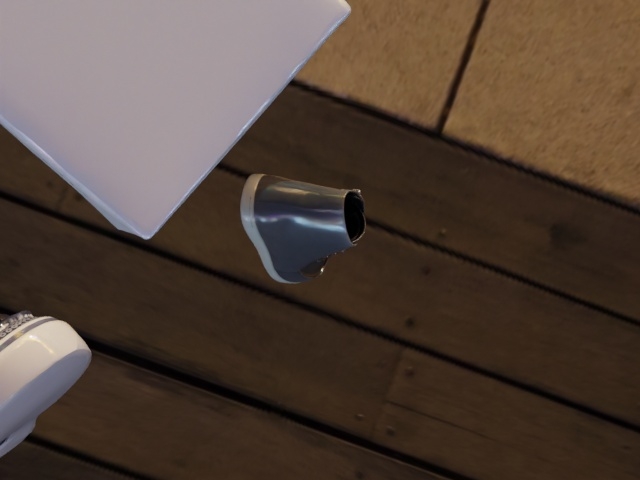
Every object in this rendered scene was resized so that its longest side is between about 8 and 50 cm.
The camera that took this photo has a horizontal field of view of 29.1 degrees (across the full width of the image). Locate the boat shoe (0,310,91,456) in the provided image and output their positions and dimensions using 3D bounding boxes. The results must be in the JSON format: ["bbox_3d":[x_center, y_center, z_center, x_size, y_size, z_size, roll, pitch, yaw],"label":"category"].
[{"bbox_3d":[-0.279,0.086,0.904,0.127,0.340,0.158,-38,88,-31],"label":"boat shoe"}]

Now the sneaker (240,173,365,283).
[{"bbox_3d":[0.000,0.000,1.341,0.118,0.222,0.083,7,74,18],"label":"sneaker"}]

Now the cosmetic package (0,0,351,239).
[{"bbox_3d":[-0.227,-0.230,1.389,0.329,0.393,0.327,42,83,-11],"label":"cosmetic package"}]
